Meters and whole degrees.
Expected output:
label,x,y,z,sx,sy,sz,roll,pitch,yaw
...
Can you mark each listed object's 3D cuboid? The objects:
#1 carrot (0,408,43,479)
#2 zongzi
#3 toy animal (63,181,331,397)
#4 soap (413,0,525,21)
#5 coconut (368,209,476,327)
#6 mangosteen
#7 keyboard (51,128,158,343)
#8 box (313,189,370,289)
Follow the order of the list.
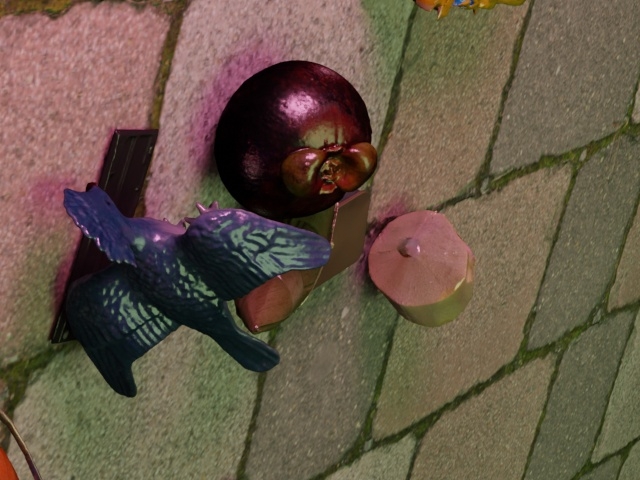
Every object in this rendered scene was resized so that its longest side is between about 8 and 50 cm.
label,x,y,z,sx,sy,sz,roll,pitch,yaw
carrot,-0.305,0.222,1.278,0.214,0.193,0.331,-14,130,-9
zongzi,-0.026,-0.007,1.629,0.178,0.081,0.189,-90,-158,-83
toy animal,-0.125,0.037,1.470,0.239,0.255,0.176,-32,-163,24
soap,0.164,-0.382,1.676,0.204,0.096,0.324,-13,125,-55
coconut,0.114,0.028,1.921,0.116,0.116,0.122,-58,156,-10
mangosteen,-0.017,-0.085,1.566,0.152,0.152,0.152,-40,144,-37
keyboard,-0.185,-0.003,1.495,0.064,0.010,0.198,-8,120,-60
box,0.000,0.000,1.790,0.126,0.031,0.091,-33,140,-43
